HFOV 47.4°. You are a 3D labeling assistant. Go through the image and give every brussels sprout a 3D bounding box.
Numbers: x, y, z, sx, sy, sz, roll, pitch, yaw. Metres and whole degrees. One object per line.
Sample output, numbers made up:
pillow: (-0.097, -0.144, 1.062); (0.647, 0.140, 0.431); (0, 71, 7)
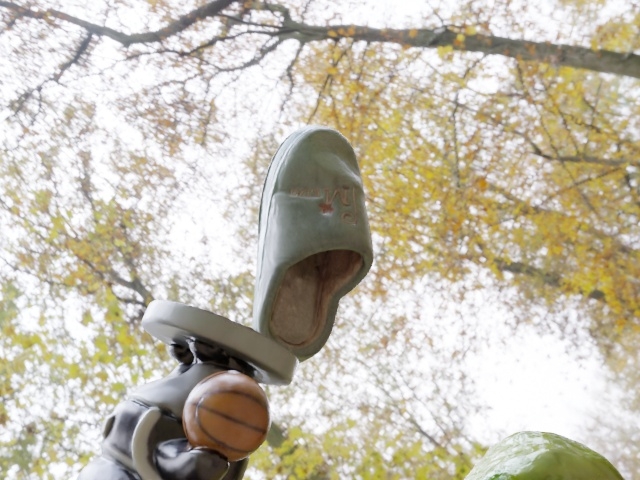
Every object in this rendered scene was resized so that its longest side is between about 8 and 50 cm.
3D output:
brussels sprout: (0.183, 0.271, 0.626); (0.223, 0.161, 0.223); (-7, -77, -34)

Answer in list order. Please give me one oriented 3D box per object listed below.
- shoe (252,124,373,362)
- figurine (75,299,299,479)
shoe: (0.000, 0.000, 0.720); (0.103, 0.100, 0.250); (18, -103, -37)
figurine: (-0.103, 0.168, 0.479); (0.133, 0.176, 0.236); (27, -109, -14)
